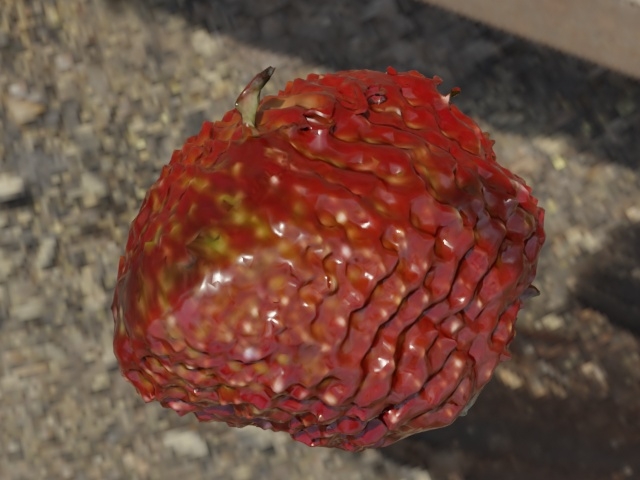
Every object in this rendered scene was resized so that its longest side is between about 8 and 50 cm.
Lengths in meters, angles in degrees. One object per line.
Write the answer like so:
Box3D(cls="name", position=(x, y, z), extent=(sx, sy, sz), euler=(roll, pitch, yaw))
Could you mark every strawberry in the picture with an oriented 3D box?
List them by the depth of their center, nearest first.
Box3D(cls="strawberry", position=(0.000, -0.002, 1.285), extent=(0.292, 0.292, 0.343), euler=(-31, 163, 8))
